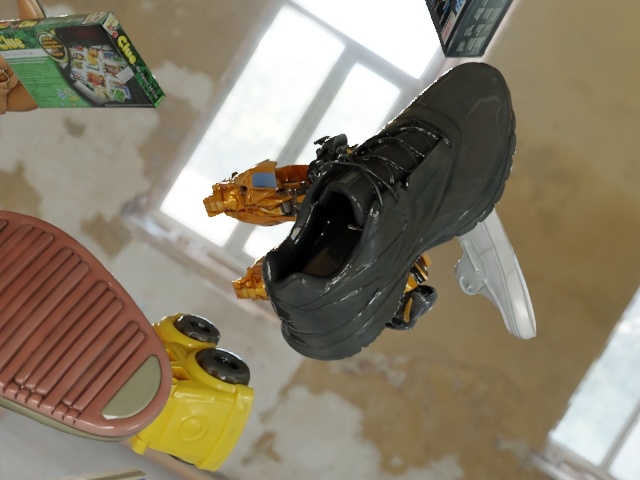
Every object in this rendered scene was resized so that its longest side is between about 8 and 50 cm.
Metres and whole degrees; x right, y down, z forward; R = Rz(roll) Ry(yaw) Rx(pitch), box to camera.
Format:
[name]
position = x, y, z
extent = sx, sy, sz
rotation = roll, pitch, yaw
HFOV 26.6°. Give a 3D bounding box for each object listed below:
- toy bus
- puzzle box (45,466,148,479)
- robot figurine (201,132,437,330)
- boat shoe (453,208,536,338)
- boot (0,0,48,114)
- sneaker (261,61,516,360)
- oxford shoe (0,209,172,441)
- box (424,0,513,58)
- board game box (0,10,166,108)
[toy bus]
position = -0.226, 0.189, 1.796
extent = 0.211, 0.149, 0.220
rotation = 13, 22, -36
[puzzle box]
position = -0.332, 0.493, 1.629
extent = 0.272, 0.409, 0.052
rotation = -5, 7, -32
[robot figurine]
position = 0.000, 0.000, 1.379
extent = 0.291, 0.085, 0.211
rotation = 1, -65, 56
[boat shoe]
position = 0.165, 0.023, 1.370
extent = 0.066, 0.063, 0.184
rotation = 44, 25, -66
[boot]
position = -0.468, -0.276, 2.011
extent = 0.073, 0.152, 0.197
rotation = -118, -166, -61
[sneaker]
position = 0.059, -0.038, 1.087
extent = 0.109, 0.286, 0.130
rotation = 27, -16, 30
[oxford shoe]
position = -0.284, 0.057, 1.102
extent = 0.397, 0.140, 0.146
rotation = 31, -36, 20
[box]
position = 0.164, -0.330, 1.442
extent = 0.051, 0.220, 0.175
rotation = -5, 59, -20
[board game box]
position = -0.322, -0.231, 1.761
extent = 0.259, 0.030, 0.136
rotation = 6, -40, 44
